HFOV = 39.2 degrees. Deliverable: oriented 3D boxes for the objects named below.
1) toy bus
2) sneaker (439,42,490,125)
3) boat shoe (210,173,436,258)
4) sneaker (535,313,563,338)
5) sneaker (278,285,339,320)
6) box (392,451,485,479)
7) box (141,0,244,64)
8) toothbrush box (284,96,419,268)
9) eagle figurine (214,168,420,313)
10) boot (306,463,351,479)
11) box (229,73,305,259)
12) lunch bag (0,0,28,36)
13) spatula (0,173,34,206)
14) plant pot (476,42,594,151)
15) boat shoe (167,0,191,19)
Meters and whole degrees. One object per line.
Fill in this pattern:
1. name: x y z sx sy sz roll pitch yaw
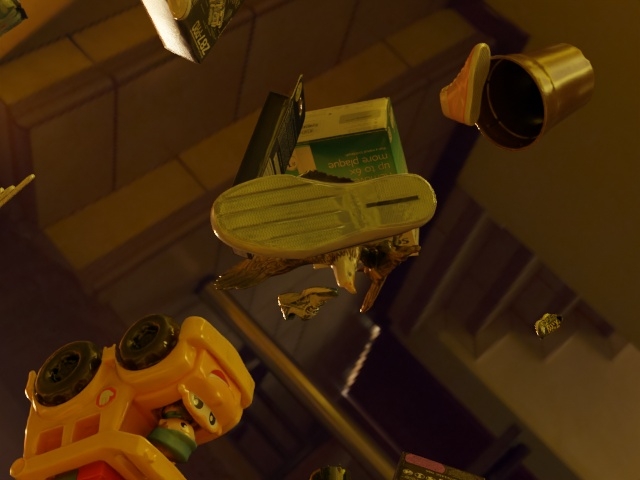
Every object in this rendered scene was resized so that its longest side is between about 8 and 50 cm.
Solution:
1. toy bus: -0.188 0.201 0.882 0.220 0.211 0.149 -21 124 15
2. sneaker: 0.233 -0.261 1.480 0.051 0.070 0.134 -11 114 -49
3. boat shoe: 0.001 -0.015 0.877 0.226 0.083 0.076 -2 160 -18
4. sneaker: 0.430 0.158 1.688 0.035 0.031 0.083 -14 -165 36
5. sneaker: -0.018 0.121 1.692 0.135 0.058 0.052 -17 164 37
6. box: 0.175 0.539 1.578 0.143 0.165 0.270 -37 143 -76
7. box: -0.214 -0.552 1.647 0.318 0.097 0.395 -61 166 -12
8. toothbrush box: 0.058 -0.104 1.731 0.126 0.216 0.295 -80 158 -51
9. eagle figurine: 0.003 0.004 1.455 0.298 0.225 0.226 14 94 -24
10. boot: 0.038 0.408 1.035 0.094 0.246 0.207 -12 -155 2
11. box: -0.072 -0.099 1.182 0.136 0.037 0.225 86 24 -72
12. lunch bag: -0.450 -0.297 1.074 0.129 0.151 0.096 -40 -171 -9
13. spatula: -0.515 -0.012 1.278 0.242 0.019 0.168 -39 -172 11
14. plant pot: 0.369 -0.256 1.533 0.165 0.167 0.167 -26 156 -31
15. boat shoe: -0.203 -0.358 1.247 0.035 0.035 0.100 -23 116 -65
